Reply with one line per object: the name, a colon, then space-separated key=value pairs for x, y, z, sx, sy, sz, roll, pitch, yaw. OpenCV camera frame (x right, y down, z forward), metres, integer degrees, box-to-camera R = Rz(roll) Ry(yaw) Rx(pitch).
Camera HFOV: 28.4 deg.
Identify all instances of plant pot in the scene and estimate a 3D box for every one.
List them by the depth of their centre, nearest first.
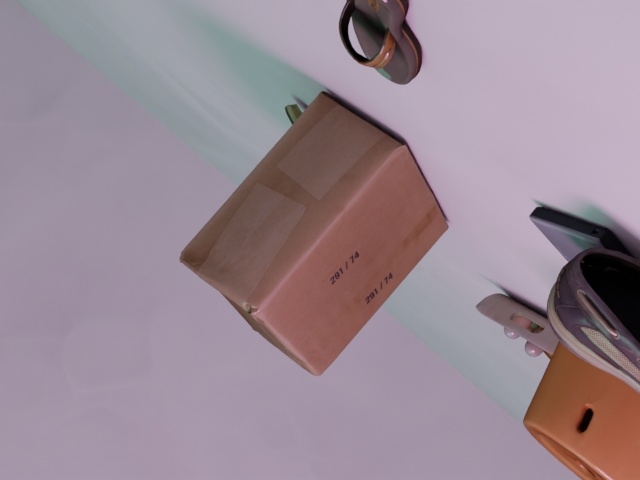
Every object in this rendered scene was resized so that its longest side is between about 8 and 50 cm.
plant pot: x=0.401 y=0.220 z=1.646 sx=0.291 sy=0.203 sz=0.291 roll=40 pitch=173 yaw=6

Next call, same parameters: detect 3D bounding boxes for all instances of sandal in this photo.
sandal: x=0.055 y=-0.216 z=1.323 sx=0.090 sy=0.060 sz=0.219 roll=39 pitch=173 yaw=12

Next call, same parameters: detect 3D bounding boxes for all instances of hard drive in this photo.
hard drive: x=0.316 y=0.007 z=1.499 sx=0.094 sy=0.022 sz=0.135 roll=44 pitch=172 yaw=-28

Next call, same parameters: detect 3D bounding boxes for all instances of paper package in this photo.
paper package: x=0.000 y=0.000 z=1.863 sx=0.168 sy=0.325 sz=0.309 roll=36 pitch=171 yaw=29

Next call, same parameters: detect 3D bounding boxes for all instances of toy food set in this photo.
toy food set: x=0.402 y=0.223 z=2.093 sx=0.306 sy=0.092 sz=0.220 roll=45 pitch=172 yaw=-36

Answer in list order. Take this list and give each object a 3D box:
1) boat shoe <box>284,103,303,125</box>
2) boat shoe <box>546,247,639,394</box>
boat shoe: x=0.002 y=-0.164 z=2.017 sx=0.153 sy=0.048 sz=0.056 roll=49 pitch=-178 yaw=-18
boat shoe: x=0.401 y=0.125 z=1.354 sx=0.355 sy=0.132 sz=0.130 roll=28 pitch=159 yaw=20
